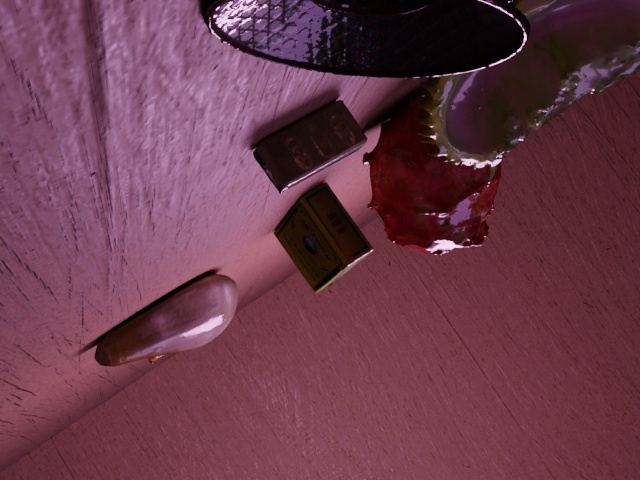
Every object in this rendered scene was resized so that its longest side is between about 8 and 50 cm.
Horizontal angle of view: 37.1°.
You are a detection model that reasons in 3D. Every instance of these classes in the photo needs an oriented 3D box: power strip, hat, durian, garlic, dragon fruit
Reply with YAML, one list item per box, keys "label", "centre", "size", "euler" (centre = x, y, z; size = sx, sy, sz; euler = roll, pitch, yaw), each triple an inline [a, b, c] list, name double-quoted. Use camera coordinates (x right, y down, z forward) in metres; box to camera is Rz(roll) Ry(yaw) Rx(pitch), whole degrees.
- label: "power strip"
  centre: [-0.011, -0.100, 1.013]
  size: [0.123, 0.056, 0.032]
  euler: [-32, 176, -30]
- label: "hat"
  centre: [0.030, -0.160, 0.571]
  size: [0.193, 0.082, 0.193]
  euler: [5, 175, 0]
- label: "durian"
  centre: [0.242, -0.203, 1.069]
  size: [0.352, 0.169, 0.158]
  euler: [-38, 175, 36]
- label: "garlic"
  centre: [-0.250, 0.140, 1.659]
  size: [0.318, 0.112, 0.143]
  euler: [-17, 168, -40]
- label: "dragon fruit"
  centre: [0.167, -0.111, 1.366]
  size: [0.205, 0.210, 0.268]
  euler: [-97, -160, -71]

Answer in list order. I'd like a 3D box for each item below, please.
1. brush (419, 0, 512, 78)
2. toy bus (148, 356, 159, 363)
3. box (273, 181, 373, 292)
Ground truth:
- label: "brush"
  centre: [0.146, -0.228, 0.812]
  size: [0.065, 0.070, 0.327]
  euler: [-44, -179, -24]
- label: "toy bus"
  centre: [-0.290, 0.173, 1.804]
  size: [0.074, 0.069, 0.162]
  euler: [-37, 177, 15]
- label: "box"
  centre: [0.000, 0.000, 1.654]
  size: [0.064, 0.141, 0.220]
  euler: [-33, 176, -22]
